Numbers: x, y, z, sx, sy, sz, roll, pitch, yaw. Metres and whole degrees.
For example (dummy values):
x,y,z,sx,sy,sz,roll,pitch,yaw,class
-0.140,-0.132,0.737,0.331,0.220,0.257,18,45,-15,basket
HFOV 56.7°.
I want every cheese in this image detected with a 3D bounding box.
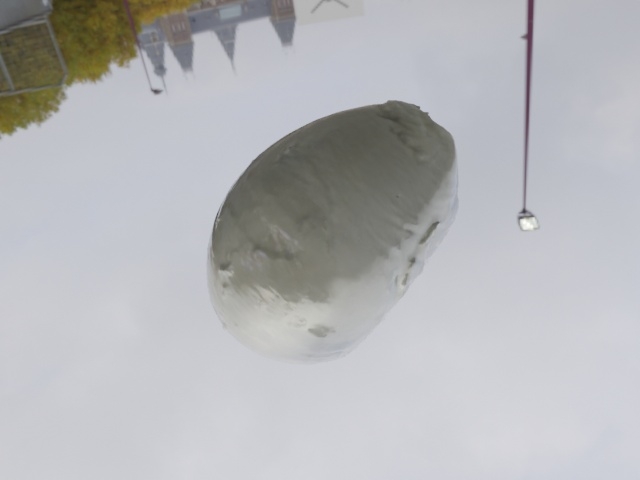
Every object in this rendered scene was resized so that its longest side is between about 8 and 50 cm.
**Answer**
x,y,z,sx,sy,sz,roll,pitch,yaw,class
0.000,0.000,0.456,0.154,0.198,0.189,33,-122,-1,cheese
